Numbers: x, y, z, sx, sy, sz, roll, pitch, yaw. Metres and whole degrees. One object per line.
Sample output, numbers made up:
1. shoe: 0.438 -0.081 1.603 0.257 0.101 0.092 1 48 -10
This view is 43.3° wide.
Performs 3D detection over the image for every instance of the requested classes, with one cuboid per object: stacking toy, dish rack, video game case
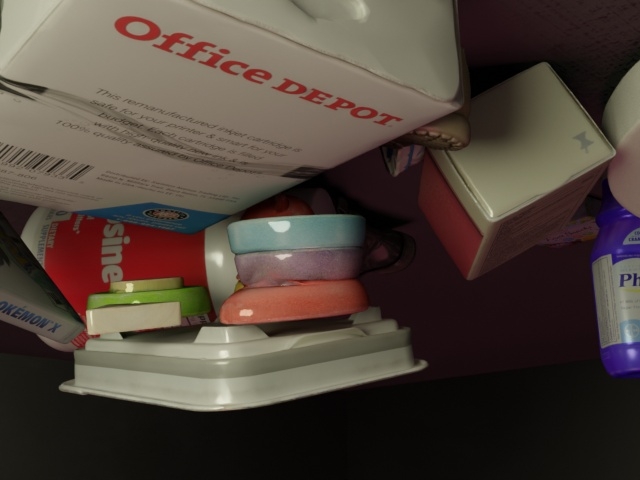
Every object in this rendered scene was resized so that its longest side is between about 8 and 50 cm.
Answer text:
1. stacking toy: -0.101 0.012 0.824 0.280 0.130 0.309 -3 179 -13
2. dish rack: -0.086 0.112 0.845 0.286 0.072 0.333 -2 178 -42
3. video game case: -0.386 -0.054 0.776 0.036 0.329 0.300 -40 161 -4

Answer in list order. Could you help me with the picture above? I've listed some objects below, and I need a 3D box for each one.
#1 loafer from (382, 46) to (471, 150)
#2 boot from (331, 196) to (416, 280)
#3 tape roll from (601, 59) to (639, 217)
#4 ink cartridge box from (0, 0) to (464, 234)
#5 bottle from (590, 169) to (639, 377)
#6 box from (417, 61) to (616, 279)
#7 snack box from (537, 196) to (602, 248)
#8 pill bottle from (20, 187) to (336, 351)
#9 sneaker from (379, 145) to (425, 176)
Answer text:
1. loafer: 0.063 -0.139 0.753 0.102 0.092 0.268 15 -176 -27
2. boot: 0.000 0.000 1.292 0.263 0.091 0.229 -21 148 40
3. tape roll: 0.496 -0.119 0.831 0.393 0.071 0.392 2 154 1
4. ink cartridge box: -0.124 -0.146 0.654 0.286 0.166 0.395 12 160 -37
5. bottle: 0.415 0.035 1.049 0.118 0.282 0.092 1 163 -2
6. box: 0.205 -0.067 0.905 0.149 0.126 0.232 -29 162 -5
7. snack box: 0.392 -0.025 1.265 0.100 0.037 0.141 13 158 -32
8. pill bottle: -0.186 0.033 1.122 0.408 0.228 0.229 -5 162 14
9. sneaker: 0.115 -0.139 0.878 0.083 0.071 0.190 -18 164 -9
